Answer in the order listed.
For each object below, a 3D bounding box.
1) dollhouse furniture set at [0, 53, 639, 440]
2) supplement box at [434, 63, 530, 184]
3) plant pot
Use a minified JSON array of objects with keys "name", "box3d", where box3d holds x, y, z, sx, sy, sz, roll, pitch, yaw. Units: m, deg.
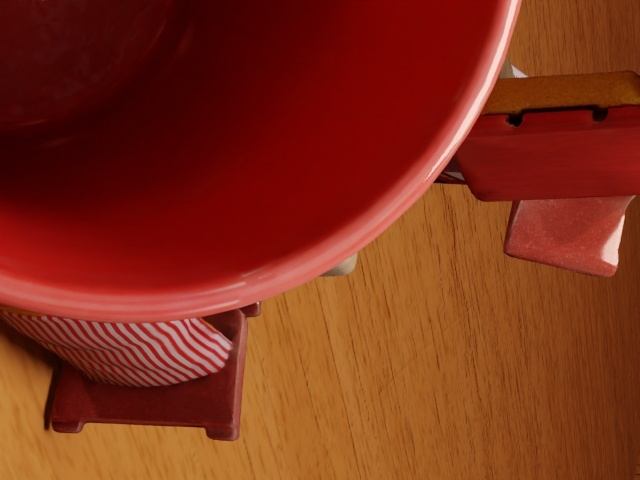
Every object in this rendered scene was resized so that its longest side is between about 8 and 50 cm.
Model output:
[{"name":"dollhouse furniture set","box3d":[0.000,0.000,0.744,0.201,0.374,0.152,52,41,-58]},{"name":"supplement box","box3d":[0.013,-0.077,0.942,0.130,0.239,0.073,6,88,-69]},{"name":"plant pot","box3d":[-0.100,-0.123,0.552,0.243,0.275,0.275,-160,-112,-65]}]
